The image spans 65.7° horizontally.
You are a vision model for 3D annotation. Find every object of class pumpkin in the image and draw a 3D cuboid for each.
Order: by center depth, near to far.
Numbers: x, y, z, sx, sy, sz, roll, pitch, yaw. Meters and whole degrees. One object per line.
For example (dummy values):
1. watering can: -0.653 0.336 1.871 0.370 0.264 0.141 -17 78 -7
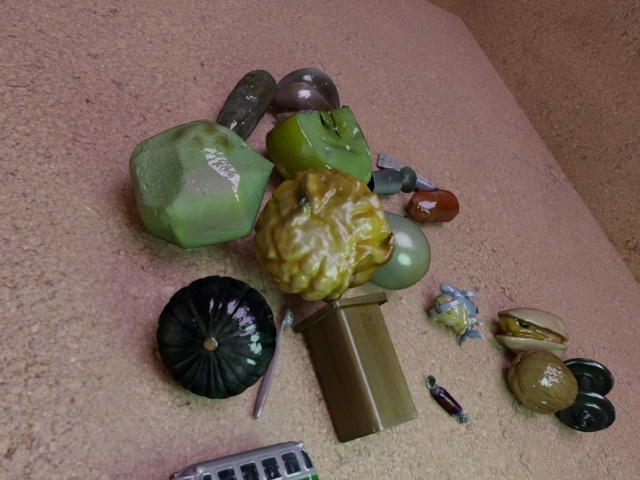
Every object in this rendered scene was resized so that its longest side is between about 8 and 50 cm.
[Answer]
1. pumpkin: -0.212 0.200 1.036 0.249 0.216 0.250 2 72 -6

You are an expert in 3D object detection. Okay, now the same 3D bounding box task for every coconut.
1. coconut: -0.265 -0.137 1.162 0.328 0.281 0.329 -3 46 3

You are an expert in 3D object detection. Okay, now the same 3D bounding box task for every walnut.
1. walnut: 0.713 0.455 1.591 0.213 0.213 0.213 22 47 -25

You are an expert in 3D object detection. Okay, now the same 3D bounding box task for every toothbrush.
1. toothbrush: -0.106 0.281 1.177 0.029 0.025 0.307 38 41 -21

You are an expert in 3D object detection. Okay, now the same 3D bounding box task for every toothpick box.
1. toothpick box: 0.094 0.309 1.213 0.190 0.187 0.308 0 63 -41

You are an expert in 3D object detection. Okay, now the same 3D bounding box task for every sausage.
1. sausage: 0.426 -0.130 1.872 0.258 0.133 0.133 -8 64 -39

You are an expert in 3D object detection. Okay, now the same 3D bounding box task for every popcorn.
1. popcorn: 0.000 0.000 1.256 0.348 0.382 0.349 2 71 -7

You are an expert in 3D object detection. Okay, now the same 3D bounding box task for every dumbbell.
1. dumbbell: 0.897 0.523 1.692 0.192 0.192 0.290 42 42 -5

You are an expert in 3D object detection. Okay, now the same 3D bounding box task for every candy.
1. candy: 0.360 0.456 1.409 0.175 0.045 0.043 47 31 -1

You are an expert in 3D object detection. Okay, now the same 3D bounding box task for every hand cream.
1. hand cream: 0.346 -0.255 1.961 0.276 0.059 0.095 30 45 -11

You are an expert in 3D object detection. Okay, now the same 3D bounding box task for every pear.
1. pear: 0.008 -0.236 1.544 0.342 0.238 0.318 -27 89 -53

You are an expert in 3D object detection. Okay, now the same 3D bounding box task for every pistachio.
1. pistachio: 0.746 0.332 1.748 0.299 0.187 0.188 21 47 -18

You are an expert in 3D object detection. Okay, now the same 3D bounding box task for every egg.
1. egg: 0.190 0.019 1.489 0.295 0.218 0.218 32 42 2

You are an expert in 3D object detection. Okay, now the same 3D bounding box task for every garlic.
1. garlic: -0.029 -0.485 1.756 0.325 0.132 0.279 25 53 -32

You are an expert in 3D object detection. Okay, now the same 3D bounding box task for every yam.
1. yam: -0.238 -0.398 1.538 0.133 0.133 0.330 32 47 -16

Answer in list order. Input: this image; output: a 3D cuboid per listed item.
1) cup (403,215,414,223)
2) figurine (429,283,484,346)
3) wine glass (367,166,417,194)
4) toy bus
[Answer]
1. cup: 0.296 -0.025 1.726 0.077 0.078 0.100 41 75 -13
2. figurine: 0.438 0.235 1.593 0.183 0.128 0.209 -9 69 -41
3. wine glass: 0.241 -0.214 1.801 0.230 0.103 0.103 -9 64 -40
4. toy bus: -0.145 0.481 0.899 0.305 0.143 0.179 2 55 -38
